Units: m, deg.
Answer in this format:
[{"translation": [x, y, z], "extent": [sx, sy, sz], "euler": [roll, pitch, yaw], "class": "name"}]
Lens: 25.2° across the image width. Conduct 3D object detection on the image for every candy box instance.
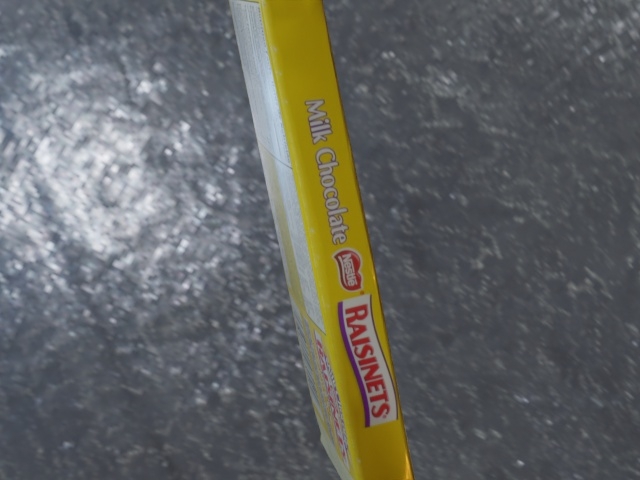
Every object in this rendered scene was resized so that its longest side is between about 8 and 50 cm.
[{"translation": [0.000, 0.000, 0.567], "extent": [0.027, 0.105, 0.206], "euler": [-14, 103, -10], "class": "candy box"}]
